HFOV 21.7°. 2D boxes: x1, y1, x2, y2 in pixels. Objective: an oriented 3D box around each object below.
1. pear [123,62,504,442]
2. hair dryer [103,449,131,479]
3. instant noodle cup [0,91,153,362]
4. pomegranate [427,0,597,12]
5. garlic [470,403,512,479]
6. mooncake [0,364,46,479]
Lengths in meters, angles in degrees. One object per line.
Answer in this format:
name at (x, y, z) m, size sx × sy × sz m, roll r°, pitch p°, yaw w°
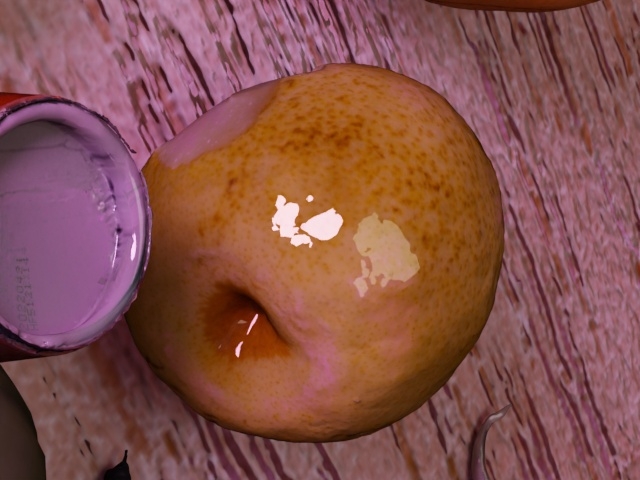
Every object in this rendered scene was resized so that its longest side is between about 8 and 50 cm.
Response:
pear at (0.000, 0.000, 0.734) m, size 0.178 × 0.178 × 0.178 m, roll 1°, pitch 89°, yaw -49°
hair dryer at (-0.076, 0.226, 0.712) m, size 0.235 × 0.091 × 0.271 m, roll 26°, pitch 66°, yaw -55°
instant noodle cup at (-0.138, -0.005, 0.596) m, size 0.127 × 0.136 × 0.127 m, roll 2°, pitch 87°, yaw -50°
pomegranate at (0.102, -0.236, 0.784) m, size 0.264 × 0.264 × 0.264 m, roll 1°, pitch 89°, yaw -49°
garlic at (0.099, 0.233, 0.908) m, size 0.266 × 0.128 × 0.148 m, roll -64°, pitch 145°, yaw -41°
mooncake at (-0.225, 0.152, 0.447) m, size 0.356 × 0.194 × 0.356 m, roll -4°, pitch 95°, yaw -50°
